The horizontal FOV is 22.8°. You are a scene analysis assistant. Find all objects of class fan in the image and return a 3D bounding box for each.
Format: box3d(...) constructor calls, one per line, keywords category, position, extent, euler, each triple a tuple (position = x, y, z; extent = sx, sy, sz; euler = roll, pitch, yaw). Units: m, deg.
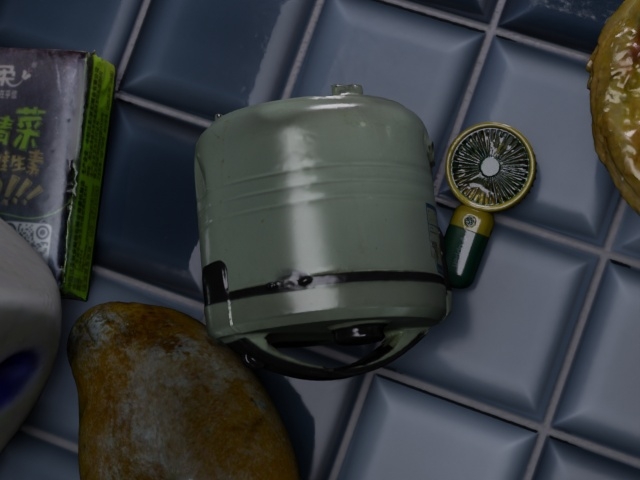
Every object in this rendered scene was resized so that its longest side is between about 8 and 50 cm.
box3d(category="fan", position=(0.142, -0.031, 1.437), extent=(0.082, 0.039, 0.155), euler=(21, 90, 14))

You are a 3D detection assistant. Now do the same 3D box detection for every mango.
box3d(category="mango", position=(-0.129, 0.183, 1.419), extent=(0.193, 0.146, 0.316), euler=(-33, 62, 5))

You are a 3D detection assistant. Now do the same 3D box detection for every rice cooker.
box3d(category="rice cooker", position=(0.000, 0.000, 1.379), extent=(0.226, 0.226, 0.244), euler=(-10, 78, 11))

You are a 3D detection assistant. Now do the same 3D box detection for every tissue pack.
box3d(category="tissue pack", position=(-0.295, -0.066, 1.520), extent=(0.173, 0.073, 0.235), euler=(4, 83, 16))

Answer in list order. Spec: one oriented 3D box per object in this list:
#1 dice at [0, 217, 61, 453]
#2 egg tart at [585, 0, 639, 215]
box3d(category="dice", position=(-0.426, 0.087, 1.348), extent=(0.277, 0.304, 0.304), euler=(39, 99, 18))
box3d(category="egg tart", position=(0.376, -0.116, 1.360), extent=(0.295, 0.116, 0.295), euler=(-2, 83, 14))
